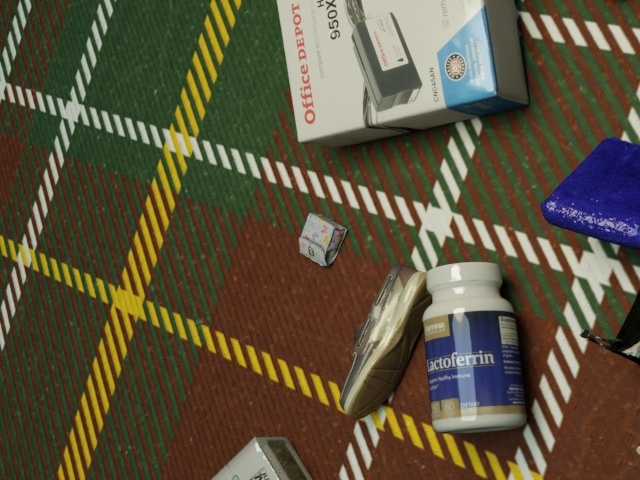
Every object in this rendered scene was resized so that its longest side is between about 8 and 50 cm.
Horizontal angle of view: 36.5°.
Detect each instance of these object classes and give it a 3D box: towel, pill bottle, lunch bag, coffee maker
[{"bbox_3d":[0.509,-0.060,1.421,0.308,0.227,0.076,18,130,35],"label":"towel"},{"bbox_3d":[0.246,0.175,1.579,0.153,0.153,0.265,-13,73,31],"label":"pill bottle"},{"bbox_3d":[0.000,0.000,1.838,0.071,0.053,0.083,32,107,35],"label":"lunch bag"},{"bbox_3d":[0.502,0.098,1.415,0.120,0.171,0.178,16,82,64],"label":"coffee maker"}]

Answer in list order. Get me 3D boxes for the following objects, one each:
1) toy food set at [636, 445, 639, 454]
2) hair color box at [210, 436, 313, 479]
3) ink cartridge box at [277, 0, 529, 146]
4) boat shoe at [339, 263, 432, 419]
[{"bbox_3d":[0.554,0.265,1.425,0.132,0.038,0.192,32,98,34],"label":"toy food set"},{"bbox_3d":[-0.168,0.552,1.799,0.374,0.113,0.185,-46,60,18],"label":"hair color box"},{"bbox_3d":[0.139,-0.342,1.720,0.395,0.166,0.286,-10,87,32],"label":"ink cartridge box"},{"bbox_3d":[0.106,0.175,1.707,0.092,0.103,0.285,28,92,39],"label":"boat shoe"}]
